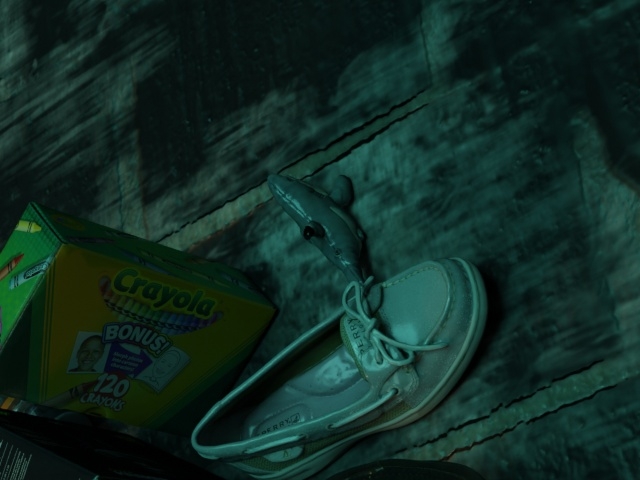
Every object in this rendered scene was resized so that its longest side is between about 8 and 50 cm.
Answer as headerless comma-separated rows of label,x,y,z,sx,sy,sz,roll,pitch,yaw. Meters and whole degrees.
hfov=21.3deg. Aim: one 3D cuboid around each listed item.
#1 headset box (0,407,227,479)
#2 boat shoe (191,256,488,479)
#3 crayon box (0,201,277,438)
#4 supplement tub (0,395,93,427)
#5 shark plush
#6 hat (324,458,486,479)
headset box,-0.218,0.261,1.630,0.283,0.246,0.131,15,88,47
boat shoe,0.019,0.120,1.548,0.320,0.103,0.118,-36,54,30
crayon box,-0.196,0.083,1.644,0.081,0.278,0.165,44,108,44
supplement tub,-0.331,0.195,1.863,0.198,0.106,0.106,16,87,45
shark plush,0.000,0.000,1.633,0.073,0.067,0.161,-40,52,28
hat,0.067,0.350,1.403,0.331,0.134,0.331,-25,45,27
